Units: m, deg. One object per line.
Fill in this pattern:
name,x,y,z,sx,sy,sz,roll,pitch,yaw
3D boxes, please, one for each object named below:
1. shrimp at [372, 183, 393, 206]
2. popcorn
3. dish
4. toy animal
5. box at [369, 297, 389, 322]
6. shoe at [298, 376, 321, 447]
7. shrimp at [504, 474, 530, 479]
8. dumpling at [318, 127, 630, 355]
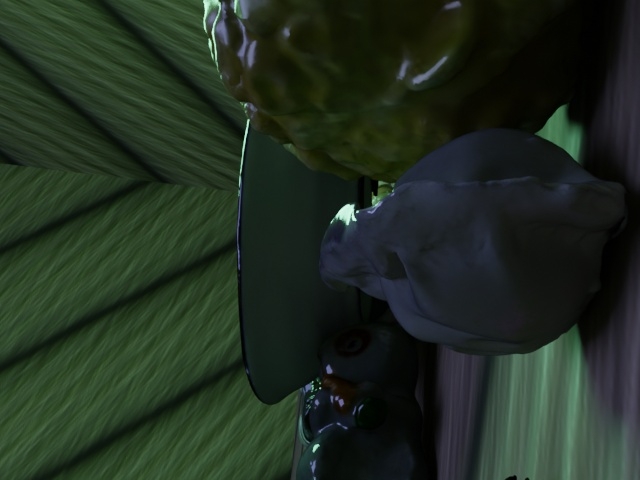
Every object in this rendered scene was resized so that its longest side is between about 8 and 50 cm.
shrimp,0.070,0.009,1.226,0.217,0.051,0.115,-95,5,-72
popcorn,0.052,-0.163,0.610,0.237,0.206,0.251,73,-149,-60
dish,0.000,0.000,1.045,0.316,0.106,0.316,1,-90,-83
toy animal,0.039,0.138,0.952,0.138,0.108,0.236,100,176,-49
box,0.060,0.097,1.147,0.074,0.054,0.099,101,175,-75
shoe,0.000,0.267,1.842,0.099,0.071,0.169,153,120,-83
shrimp,0.092,0.184,0.485,0.101,0.042,0.190,89,-178,-45
dumpling,0.066,0.005,0.528,0.188,0.127,0.108,134,124,-79
